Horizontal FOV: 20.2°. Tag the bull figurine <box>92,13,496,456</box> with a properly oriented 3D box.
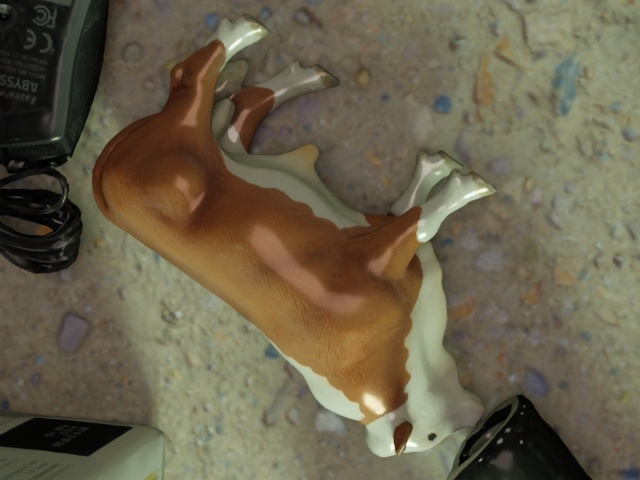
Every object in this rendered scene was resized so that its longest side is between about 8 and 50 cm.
[{"bbox_3d":[0.000,0.000,1.169,0.310,0.101,0.188,35,94,3],"label":"bull figurine"}]

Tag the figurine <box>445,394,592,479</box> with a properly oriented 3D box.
[{"bbox_3d":[0.129,0.249,1.175,0.209,0.092,0.215,45,98,-1],"label":"figurine"}]

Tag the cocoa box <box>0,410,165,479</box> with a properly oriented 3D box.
[{"bbox_3d":[-0.246,0.239,1.085,0.231,0.347,0.228,5,93,8],"label":"cocoa box"}]

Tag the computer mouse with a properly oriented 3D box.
[{"bbox_3d":[-0.212,-0.130,1.209,0.188,0.072,0.272,19,103,12],"label":"computer mouse"}]
